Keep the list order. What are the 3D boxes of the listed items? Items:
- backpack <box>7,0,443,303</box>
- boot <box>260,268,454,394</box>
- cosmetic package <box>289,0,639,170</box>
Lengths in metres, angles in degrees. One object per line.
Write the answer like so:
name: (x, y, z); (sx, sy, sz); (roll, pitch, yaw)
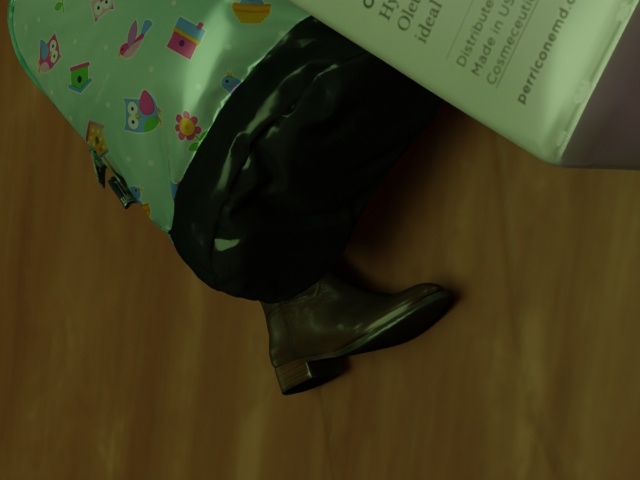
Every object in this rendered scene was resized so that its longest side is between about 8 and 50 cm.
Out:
backpack: (-0.047, -0.080, 0.620); (0.152, 0.115, 0.182); (-52, 55, 12)
boot: (0.000, 0.000, 0.658); (0.106, 0.037, 0.114); (-29, 71, 33)
cosmetic package: (0.018, -0.176, 0.528); (0.365, 0.197, 0.155); (36, 111, 31)
